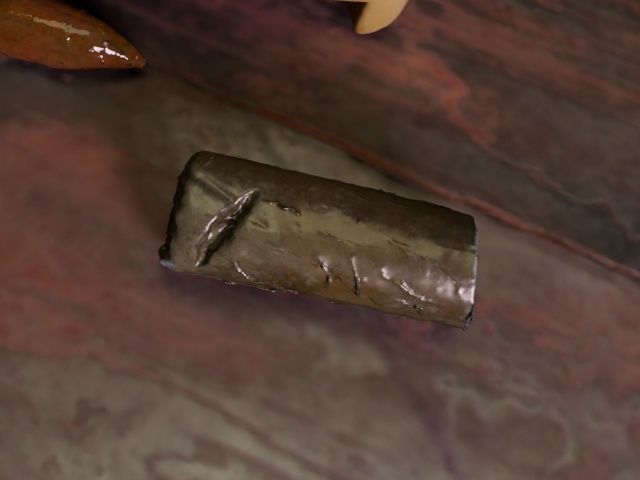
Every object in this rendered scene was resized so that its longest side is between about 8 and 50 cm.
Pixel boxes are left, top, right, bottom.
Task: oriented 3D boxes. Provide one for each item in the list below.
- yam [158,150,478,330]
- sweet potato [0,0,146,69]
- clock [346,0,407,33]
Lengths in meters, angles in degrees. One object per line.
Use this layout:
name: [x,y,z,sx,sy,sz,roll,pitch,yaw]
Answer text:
yam: [0.000,0.000,0.460,0.132,0.054,0.054,13,68,0]
sweet potato: [-0.124,-0.096,0.501,0.095,0.034,0.034,13,68,-1]
clock: [-0.066,-0.268,0.491,0.244,0.200,0.316,1,58,-20]
